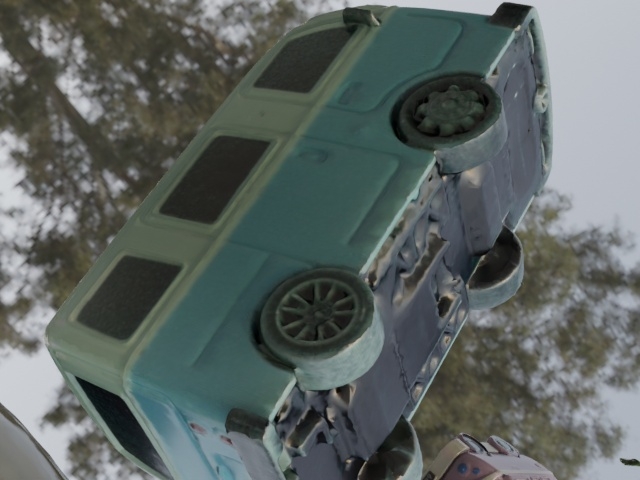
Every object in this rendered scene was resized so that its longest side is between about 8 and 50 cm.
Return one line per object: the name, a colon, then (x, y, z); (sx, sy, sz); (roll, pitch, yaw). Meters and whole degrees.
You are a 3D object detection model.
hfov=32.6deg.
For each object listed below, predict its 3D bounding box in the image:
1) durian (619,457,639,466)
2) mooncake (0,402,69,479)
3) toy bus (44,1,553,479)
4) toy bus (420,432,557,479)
durian: (0.445, 0.206, 0.945); (0.375, 0.132, 0.106); (-7, -111, 24)
mooncake: (-0.267, 0.221, 0.643); (0.284, 0.155, 0.284); (-44, 177, -3)
toy bus: (0.000, 0.000, 0.544); (0.165, 0.133, 0.271); (16, -125, 28)
toy bus: (0.219, 0.345, 1.441); (0.142, 0.202, 0.142); (42, -76, 33)
